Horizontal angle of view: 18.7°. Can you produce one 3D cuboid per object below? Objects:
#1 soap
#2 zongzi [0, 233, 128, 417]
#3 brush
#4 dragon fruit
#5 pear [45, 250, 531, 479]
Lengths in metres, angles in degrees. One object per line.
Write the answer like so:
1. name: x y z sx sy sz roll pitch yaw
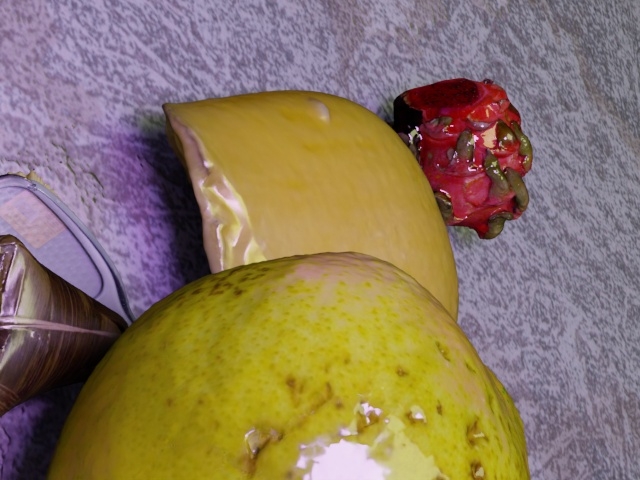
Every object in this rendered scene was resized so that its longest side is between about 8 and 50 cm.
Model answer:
1. soap: -0.003 0.001 1.825 0.427 0.115 0.306 -1 68 -56
2. zongzi: -0.217 0.111 1.489 0.187 0.084 0.184 36 51 -47
3. brush: -0.182 0.043 1.603 0.297 0.068 0.060 54 14 -30
4. dragon fruit: 0.147 -0.082 2.068 0.160 0.166 0.172 -38 127 -40
5. pear: -0.016 0.179 1.463 0.391 0.391 0.391 31 49 -44
